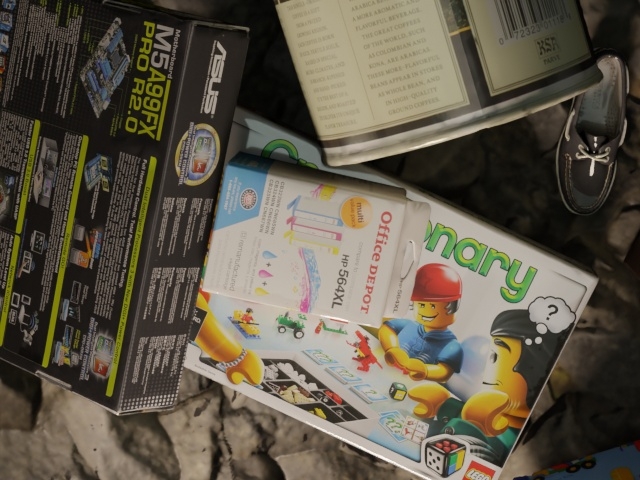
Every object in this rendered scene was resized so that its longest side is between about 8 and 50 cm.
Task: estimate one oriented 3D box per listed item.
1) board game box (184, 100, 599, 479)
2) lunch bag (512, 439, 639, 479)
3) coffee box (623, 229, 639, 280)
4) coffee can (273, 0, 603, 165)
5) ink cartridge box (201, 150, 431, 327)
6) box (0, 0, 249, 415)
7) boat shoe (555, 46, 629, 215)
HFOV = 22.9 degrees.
[{"bbox_3d":[0.026,0.045,1.172,0.305,0.053,0.193,25,99,-1],"label":"board game box"},{"bbox_3d":[0.294,0.296,1.172,0.221,0.138,0.293,-17,107,3],"label":"lunch bag"},{"bbox_3d":[0.376,0.041,1.097,0.297,0.168,0.119,26,99,-2],"label":"coffee box"},{"bbox_3d":[0.055,-0.210,1.056,0.201,0.201,0.275,-17,98,5],"label":"coffee can"},{"bbox_3d":[0.000,0.000,1.094,0.143,0.090,0.092,12,97,1],"label":"ink cartridge box"},{"bbox_3d":[-0.171,-0.039,1.110,0.216,0.060,0.270,18,101,36],"label":"box"},{"bbox_3d":[0.201,-0.078,1.152,0.046,0.038,0.125,12,99,1],"label":"boat shoe"}]
